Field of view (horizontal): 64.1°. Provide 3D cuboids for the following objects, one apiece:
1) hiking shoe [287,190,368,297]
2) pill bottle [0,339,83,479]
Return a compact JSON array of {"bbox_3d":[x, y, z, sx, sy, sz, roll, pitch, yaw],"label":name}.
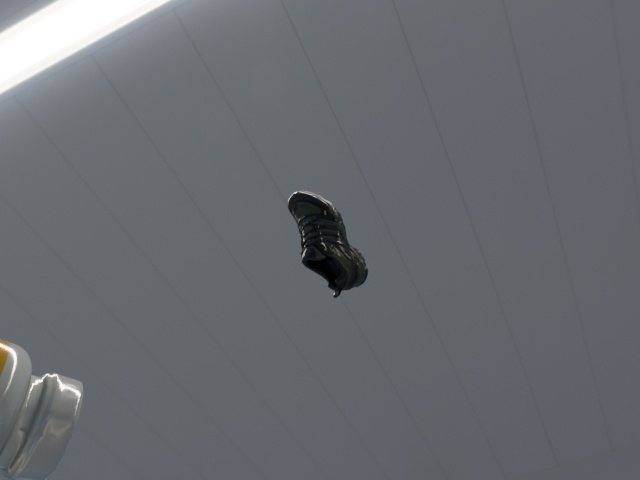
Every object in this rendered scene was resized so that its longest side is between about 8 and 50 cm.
[{"bbox_3d":[0.000,0.000,0.987,0.086,0.114,0.226,-42,-102,32],"label":"hiking shoe"},{"bbox_3d":[-0.305,0.123,0.393,0.208,0.117,0.117,28,-63,-30],"label":"pill bottle"}]
